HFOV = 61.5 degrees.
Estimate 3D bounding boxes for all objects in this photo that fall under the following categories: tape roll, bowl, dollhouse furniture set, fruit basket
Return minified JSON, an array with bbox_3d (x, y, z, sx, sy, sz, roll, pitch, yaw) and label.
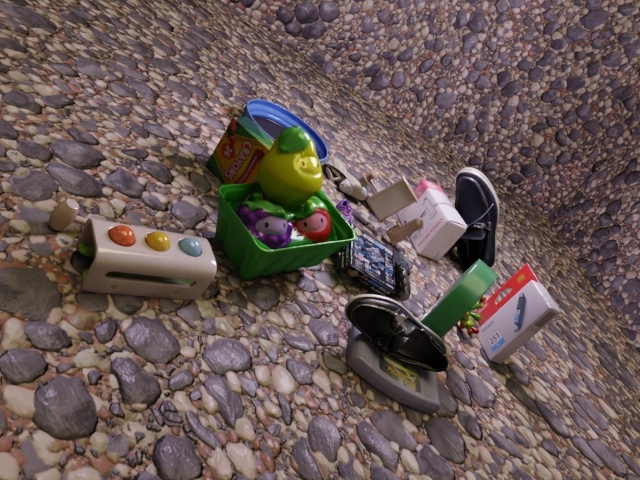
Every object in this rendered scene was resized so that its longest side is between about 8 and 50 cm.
[{"bbox_3d":[0.409,0.198,1.666,0.077,0.321,0.321,44,28,11],"label":"tape roll"},{"bbox_3d":[-0.149,-0.433,2.219,0.391,0.077,0.391,29,29,-18],"label":"bowl"},{"bbox_3d":[0.318,-0.178,2.233,0.303,0.174,0.355,59,17,-4],"label":"dollhouse furniture set"},{"bbox_3d":[-0.080,-0.102,1.463,0.392,0.392,0.283,-1,47,-51],"label":"fruit basket"}]

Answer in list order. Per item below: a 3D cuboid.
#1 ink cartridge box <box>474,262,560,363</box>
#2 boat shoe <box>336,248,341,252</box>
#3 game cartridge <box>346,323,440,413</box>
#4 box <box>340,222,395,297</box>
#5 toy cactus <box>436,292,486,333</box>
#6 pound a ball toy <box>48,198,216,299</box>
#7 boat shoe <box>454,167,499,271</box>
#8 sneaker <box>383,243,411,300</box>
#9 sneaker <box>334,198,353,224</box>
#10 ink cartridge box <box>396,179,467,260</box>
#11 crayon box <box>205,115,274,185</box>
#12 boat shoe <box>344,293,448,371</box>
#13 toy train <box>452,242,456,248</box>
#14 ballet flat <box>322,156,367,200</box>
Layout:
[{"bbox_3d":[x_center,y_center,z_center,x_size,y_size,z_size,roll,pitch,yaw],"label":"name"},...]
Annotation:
[{"bbox_3d":[0.677,0.252,1.932,0.066,0.296,0.261,23,31,-26],"label":"ink cartridge box"},{"bbox_3d":[0.001,-0.001,1.764,0.227,0.079,0.081,3,25,-47],"label":"boat shoe"},{"bbox_3d":[0.206,0.352,1.489,0.294,0.060,0.196,32,32,-12],"label":"game cartridge"},{"bbox_3d":[0.158,0.066,1.772,0.220,0.051,0.175,32,44,-32],"label":"box"},{"bbox_3d":[0.520,0.245,1.985,0.181,0.112,0.219,28,36,0],"label":"toy cactus"},{"bbox_3d":[-0.409,0.003,1.191,0.319,0.135,0.208,13,37,-41],"label":"pound a ball toy"},{"bbox_3d":[0.655,-0.068,2.295,0.187,0.500,0.156,12,37,39],"label":"boat shoe"},{"bbox_3d":[0.278,0.113,1.881,0.106,0.101,0.267,25,30,-28],"label":"sneaker"},{"bbox_3d":[0.093,-0.094,2.003,0.068,0.071,0.170,20,33,-31],"label":"sneaker"},{"bbox_3d":[0.467,-0.088,2.288,0.117,0.207,0.283,18,33,-31],"label":"ink cartridge box"},{"bbox_3d":[-0.193,-0.216,1.706,0.318,0.202,0.081,42,28,8],"label":"crayon box"},{"bbox_3d":[0.213,0.262,1.442,0.340,0.127,0.113,37,15,-22],"label":"boat shoe"},{"bbox_3d":[0.574,-0.034,2.445,0.184,0.105,0.080,31,16,-16],"label":"toy train"},{"bbox_3d":[0.093,-0.250,2.247,0.086,0.086,0.248,-3,47,-52],"label":"ballet flat"}]
